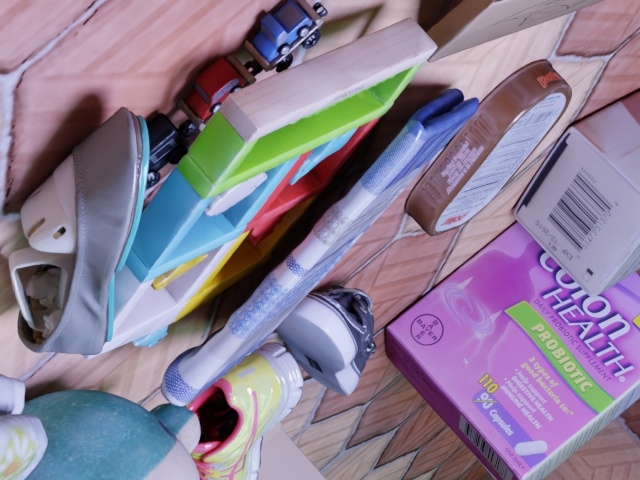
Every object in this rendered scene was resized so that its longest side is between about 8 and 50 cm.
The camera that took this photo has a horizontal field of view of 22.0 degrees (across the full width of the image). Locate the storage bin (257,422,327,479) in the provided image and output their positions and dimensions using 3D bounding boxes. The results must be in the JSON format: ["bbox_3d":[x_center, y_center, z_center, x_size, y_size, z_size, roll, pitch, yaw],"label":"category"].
[{"bbox_3d":[-0.122,0.352,1.742,0.260,0.123,0.262,-32,160,-28],"label":"storage bin"}]

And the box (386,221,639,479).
[{"bbox_3d":[0.229,0.112,1.748,0.243,0.213,0.117,-37,162,-11],"label":"box"}]

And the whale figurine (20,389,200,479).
[{"bbox_3d":[-0.192,0.181,1.234,0.216,0.141,0.272,-39,-173,-5],"label":"whale figurine"}]

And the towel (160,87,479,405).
[{"bbox_3d":[0.000,0.000,1.233,0.285,0.034,0.209,-48,176,19],"label":"towel"}]

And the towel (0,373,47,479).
[{"bbox_3d":[-0.361,0.205,0.954,0.320,0.090,0.374,-47,163,18],"label":"towel"}]

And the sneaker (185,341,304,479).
[{"bbox_3d":[-0.098,0.177,1.466,0.094,0.081,0.208,-16,140,-48],"label":"sneaker"}]

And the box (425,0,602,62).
[{"bbox_3d":[0.160,-0.167,1.084,0.164,0.021,0.201,-20,180,-10],"label":"box"}]

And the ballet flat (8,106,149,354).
[{"bbox_3d":[-0.146,0.003,0.966,0.068,0.072,0.213,-1,145,-16],"label":"ballet flat"}]

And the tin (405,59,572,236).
[{"bbox_3d":[0.146,-0.076,1.430,0.106,0.040,0.190,-12,147,-49],"label":"tin"}]

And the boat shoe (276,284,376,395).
[{"bbox_3d":[0.017,0.077,1.467,0.076,0.080,0.228,-56,162,-12],"label":"boat shoe"}]

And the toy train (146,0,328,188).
[{"bbox_3d":[-0.060,-0.091,0.984,0.158,0.027,0.036,-41,152,1],"label":"toy train"}]

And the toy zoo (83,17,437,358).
[{"bbox_3d":[-0.058,-0.020,1.097,0.192,0.030,0.293,-29,164,-47],"label":"toy zoo"}]

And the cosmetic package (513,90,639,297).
[{"bbox_3d":[0.359,-0.079,1.711,0.296,0.129,0.153,-26,155,-39],"label":"cosmetic package"}]
